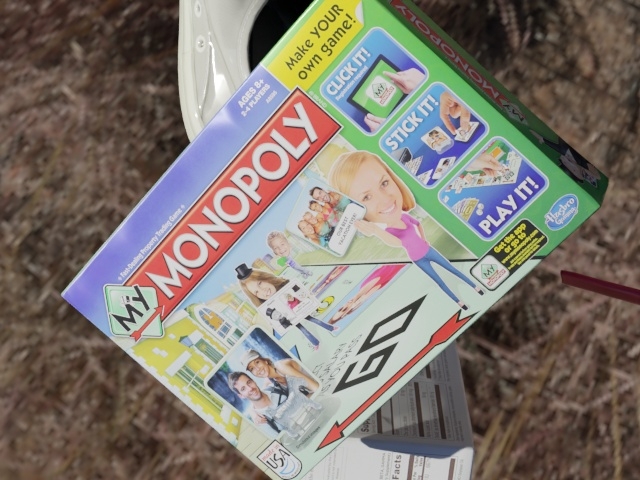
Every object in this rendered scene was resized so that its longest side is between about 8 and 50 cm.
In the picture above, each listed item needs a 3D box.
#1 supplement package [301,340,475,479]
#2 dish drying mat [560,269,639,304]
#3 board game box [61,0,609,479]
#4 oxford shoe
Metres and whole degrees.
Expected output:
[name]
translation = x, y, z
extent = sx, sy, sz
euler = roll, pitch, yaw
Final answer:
[supplement package]
translation = 0.035, 0.230, 1.246
extent = 0.145, 0.204, 0.262
euler = 5, 112, -2
[dish drying mat]
translation = 0.240, 0.040, 1.226
extent = 0.083, 0.008, 0.032
euler = 16, 167, 17
[board game box]
translation = 0.000, 0.000, 0.976
extent = 0.213, 0.046, 0.317
euler = 41, 119, -5
[oxford shoe]
translation = -0.060, -0.281, 1.332
extent = 0.130, 0.169, 0.449
euler = -13, 82, 46
